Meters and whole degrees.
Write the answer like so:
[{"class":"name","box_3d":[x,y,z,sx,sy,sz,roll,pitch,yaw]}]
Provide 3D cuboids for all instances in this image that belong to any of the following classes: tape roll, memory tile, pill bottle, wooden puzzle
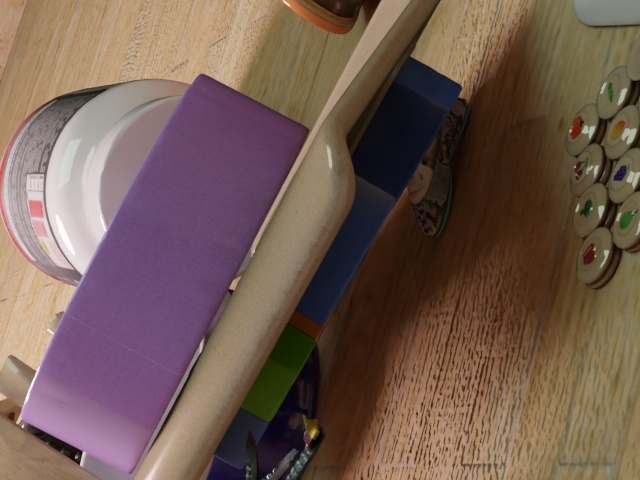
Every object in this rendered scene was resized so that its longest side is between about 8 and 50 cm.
[{"class":"tape roll","box_3d":[-0.108,0.023,1.290,0.274,0.090,0.275,-62,3,5]},{"class":"memory tile","box_3d":[0.187,-0.053,1.123,0.113,0.012,0.148,-50,27,41]},{"class":"pill bottle","box_3d":[-0.175,-0.048,1.746,0.363,0.210,0.210,6,76,69]},{"class":"wooden puzzle","box_3d":[0.000,0.000,1.265,0.322,0.080,0.348,-61,3,31]}]

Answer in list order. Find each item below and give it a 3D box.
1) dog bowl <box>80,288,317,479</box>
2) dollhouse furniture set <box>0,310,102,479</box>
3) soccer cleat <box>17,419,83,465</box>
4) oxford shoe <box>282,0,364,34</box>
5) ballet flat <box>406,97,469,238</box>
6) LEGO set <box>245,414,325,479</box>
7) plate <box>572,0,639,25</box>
[{"class":"dog bowl","box_3d":[-0.108,0.168,1.522,0.265,0.104,0.265,-52,27,40]},{"class":"dollhouse furniture set","box_3d":[-0.200,0.146,1.586,0.144,0.123,0.151,-63,-14,17]},{"class":"soccer cleat","box_3d":[-0.285,0.227,1.919,0.318,0.109,0.116,-59,19,32]},{"class":"oxford shoe","box_3d":[0.015,-0.335,1.675,0.133,0.130,0.363,-45,31,36]},{"class":"ballet flat","box_3d":[0.080,-0.058,1.359,0.041,0.041,0.114,-26,47,62]},{"class":"LEGO set","box_3d":[-0.038,0.290,1.099,0.255,0.192,0.331,-56,24,32]},{"class":"plate","box_3d":[0.253,-0.266,1.119,0.277,0.045,0.278,-69,21,0]}]
